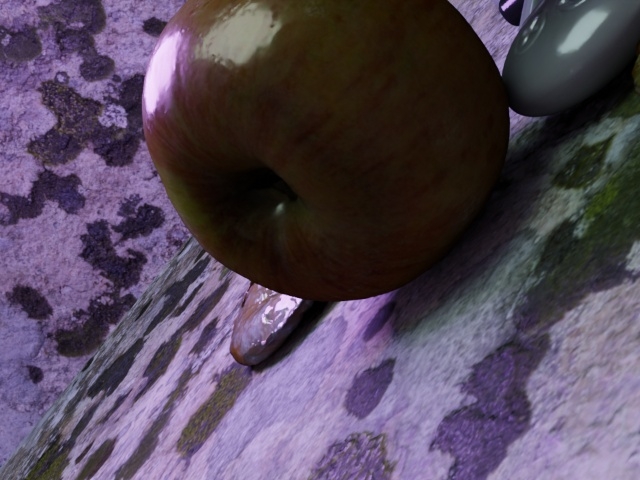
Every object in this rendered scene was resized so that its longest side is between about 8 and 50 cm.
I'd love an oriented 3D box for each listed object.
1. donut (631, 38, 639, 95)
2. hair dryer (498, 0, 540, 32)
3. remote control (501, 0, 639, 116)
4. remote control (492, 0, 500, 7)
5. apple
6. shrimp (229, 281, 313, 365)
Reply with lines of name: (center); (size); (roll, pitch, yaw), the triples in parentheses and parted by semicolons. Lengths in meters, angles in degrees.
donut: (0.350, -0.186, 0.754); (0.272, 0.107, 0.272); (-52, 7, 9)
hair dryer: (0.292, -0.313, 1.473); (0.100, 0.057, 0.197); (-42, 20, 43)
remote control: (0.312, -0.265, 1.109); (0.332, 0.103, 0.221); (-51, 14, -8)
remote control: (0.400, -0.502, 1.635); (0.344, 0.050, 0.145); (-51, 12, -7)
apple: (0.008, -0.132, 1.148); (0.400, 0.400, 0.333); (-37, 11, 48)
shrimp: (0.000, 0.000, 1.459); (0.445, 0.110, 0.221); (-54, 13, 18)
